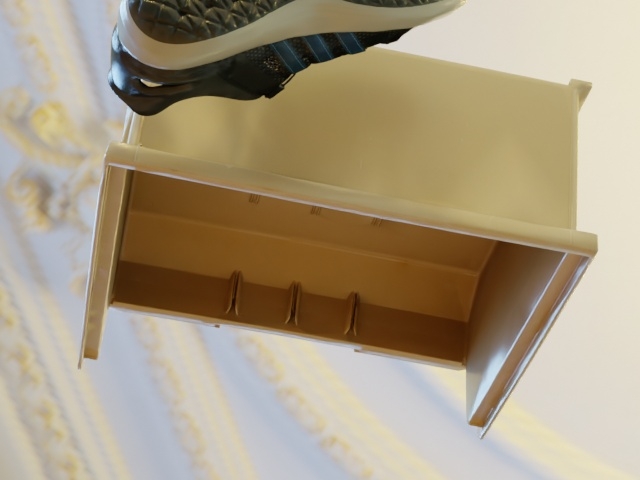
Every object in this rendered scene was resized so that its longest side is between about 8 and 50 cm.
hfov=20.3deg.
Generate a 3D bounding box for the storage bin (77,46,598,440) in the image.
[{"bbox_3d":[0.000,0.000,1.062,0.262,0.123,0.260,10,-33,-6],"label":"storage bin"}]

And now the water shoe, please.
[{"bbox_3d":[-0.019,-0.118,0.927,0.073,0.203,0.080,65,-31,22],"label":"water shoe"}]
